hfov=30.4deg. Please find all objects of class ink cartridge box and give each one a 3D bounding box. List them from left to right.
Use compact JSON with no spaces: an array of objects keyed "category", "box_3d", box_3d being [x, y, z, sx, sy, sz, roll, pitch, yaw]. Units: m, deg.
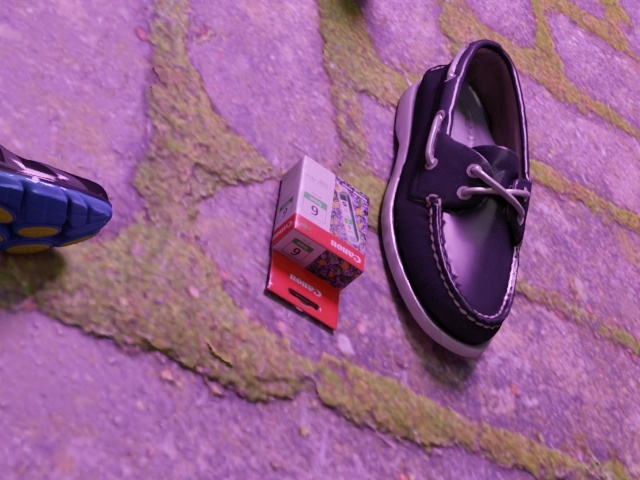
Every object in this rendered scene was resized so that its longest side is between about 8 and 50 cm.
[{"category":"ink cartridge box","box_3d":[0.000,0.000,0.812,0.063,0.029,0.115,32,38,-23]}]

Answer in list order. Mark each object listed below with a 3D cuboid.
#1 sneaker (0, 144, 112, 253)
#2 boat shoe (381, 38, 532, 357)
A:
[{"category":"sneaker","box_3d":[-0.192,-0.049,0.620,0.188,0.067,0.078,23,49,-28]},{"category":"boat shoe","box_3d":[0.116,-0.048,0.924,0.114,0.091,0.303,27,41,-28]}]
